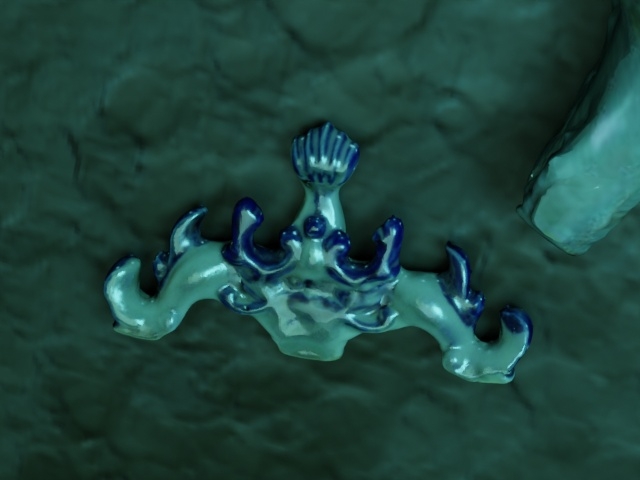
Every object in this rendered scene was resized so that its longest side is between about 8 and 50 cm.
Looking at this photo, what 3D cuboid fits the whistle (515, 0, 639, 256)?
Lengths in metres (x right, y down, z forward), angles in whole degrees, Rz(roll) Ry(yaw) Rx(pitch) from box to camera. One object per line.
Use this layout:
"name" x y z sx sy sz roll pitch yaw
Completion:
"whistle" 0.106 -0.084 0.418 0.123 0.123 0.223 32 129 -3

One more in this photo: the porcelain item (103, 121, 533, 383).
"porcelain item" 0.000 0.000 0.516 0.136 0.021 0.075 7 109 8
